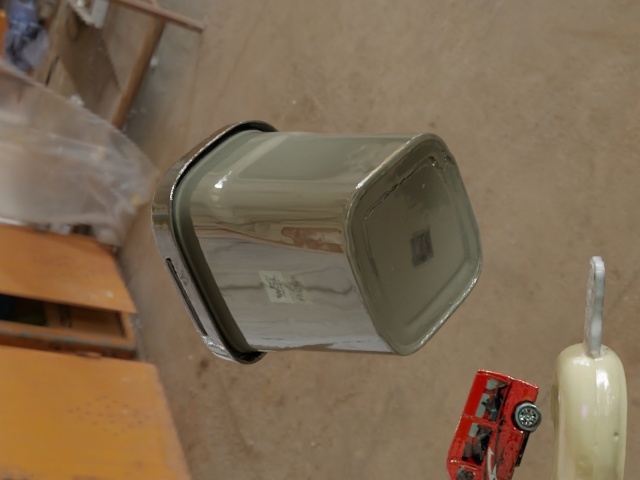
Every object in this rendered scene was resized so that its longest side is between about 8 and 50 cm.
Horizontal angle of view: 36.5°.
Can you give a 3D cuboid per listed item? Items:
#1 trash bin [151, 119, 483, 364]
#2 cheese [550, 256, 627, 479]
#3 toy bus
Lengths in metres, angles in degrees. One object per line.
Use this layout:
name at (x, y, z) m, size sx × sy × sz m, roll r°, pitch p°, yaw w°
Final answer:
trash bin at (0.000, 0.000, 0.925) m, size 0.250 × 0.220 × 0.219 m, roll 1°, pitch 34°, yaw 43°
cheese at (0.278, 0.154, 0.997) m, size 0.163 × 0.070 × 0.249 m, roll -74°, pitch -16°, yaw -55°
toy bus at (0.196, 0.254, 1.136) m, size 0.081 × 0.089 × 0.195 m, roll 54°, pitch -125°, yaw -73°
